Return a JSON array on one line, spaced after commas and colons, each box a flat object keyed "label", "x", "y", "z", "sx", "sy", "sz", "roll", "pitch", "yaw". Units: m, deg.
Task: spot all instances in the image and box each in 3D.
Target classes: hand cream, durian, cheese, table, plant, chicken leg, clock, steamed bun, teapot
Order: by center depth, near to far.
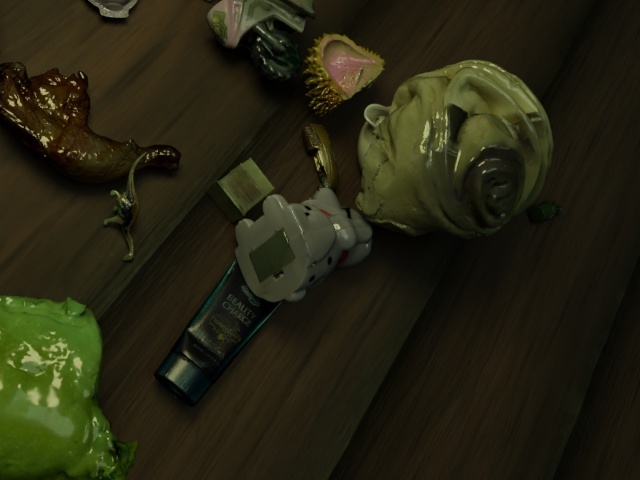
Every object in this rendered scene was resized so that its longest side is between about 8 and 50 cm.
[{"label": "durian", "x": -0.412, "y": 0.204, "z": 0.819, "sx": 0.340, "sy": 0.204, "sz": 0.255, "roll": 12, "pitch": 60, "yaw": -17}, {"label": "chicken leg", "x": -0.385, "y": -0.179, "z": 0.969, "sx": 0.322, "sy": 0.083, "sz": 0.177, "roll": 39, "pitch": 51, "yaw": -14}, {"label": "hand cream", "x": -0.168, "y": 0.149, "z": 1.039, "sx": 0.120, "sy": 0.061, "sz": 0.270, "roll": 43, "pitch": 55, "yaw": -10}, {"label": "cheese", "x": -0.370, "y": -0.474, "z": 1.050, "sx": 0.105, "sy": 0.042, "sz": 0.190, "roll": -6, "pitch": 83, "yaw": -31}, {"label": "steamed bun", "x": 0.259, "y": -0.133, "z": 1.077, "sx": 0.394, "sy": 0.237, "sz": 0.346, "roll": -38, "pitch": 111, "yaw": -7}, {"label": "table", "x": -0.143, "y": -0.090, "z": 1.088, "sx": 0.083, "sy": 0.062, "sz": 0.079, "roll": -43, "pitch": 101, "yaw": -28}, {"label": "clock", "x": -0.003, "y": -0.002, "z": 1.094, "sx": 0.254, "sy": 0.189, "sz": 0.188, "roll": -18, "pitch": 89, "yaw": -45}, {"label": "durian", "x": 0.040, "y": -0.312, "z": 1.170, "sx": 0.132, "sy": 0.165, "sz": 0.182, "roll": 19, "pitch": 73, "yaw": 16}, {"label": "teapot", "x": 0.185, "y": -0.175, "z": 1.243, "sx": 0.298, "sy": 0.139, "sz": 0.204, "roll": 21, "pitch": 68, "yaw": -23}, {"label": "plant", "x": 0.556, "y": -0.074, "z": 1.478, "sx": 0.102, "sy": 0.051, "sz": 0.051, "roll": -15, "pitch": 88, "yaw": -35}]

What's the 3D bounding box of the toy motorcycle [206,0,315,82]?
[{"label": "toy motorcycle", "x": -0.110, "y": -0.454, "z": 1.136, "sx": 0.188, "sy": 0.143, "sz": 0.327, "roll": 15, "pitch": 66, "yaw": -26}]

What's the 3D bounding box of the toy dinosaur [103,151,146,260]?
[{"label": "toy dinosaur", "x": -0.318, "y": -0.057, "z": 0.981, "sx": 0.058, "sy": 0.037, "sz": 0.180, "roll": 12, "pitch": 111, "yaw": 2}]

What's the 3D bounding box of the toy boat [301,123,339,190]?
[{"label": "toy boat", "x": 0.000, "y": -0.157, "z": 1.191, "sx": 0.049, "sy": 0.047, "sz": 0.149, "roll": -12, "pitch": 83, "yaw": -17}]
